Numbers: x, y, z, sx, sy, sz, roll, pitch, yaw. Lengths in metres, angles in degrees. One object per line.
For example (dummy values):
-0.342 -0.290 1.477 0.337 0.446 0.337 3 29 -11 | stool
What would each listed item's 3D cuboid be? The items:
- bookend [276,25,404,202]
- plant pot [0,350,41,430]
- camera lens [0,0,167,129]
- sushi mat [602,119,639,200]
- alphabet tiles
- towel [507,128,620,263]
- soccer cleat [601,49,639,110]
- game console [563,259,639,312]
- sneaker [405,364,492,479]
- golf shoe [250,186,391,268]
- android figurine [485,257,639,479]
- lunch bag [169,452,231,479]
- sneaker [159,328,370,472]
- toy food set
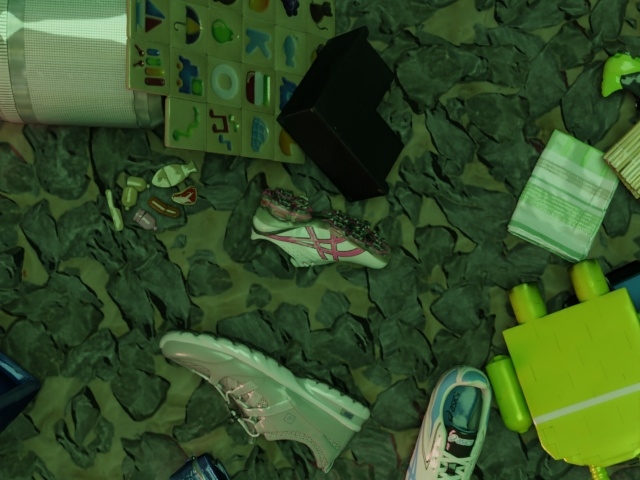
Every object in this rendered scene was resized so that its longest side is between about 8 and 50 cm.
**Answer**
0.047 -0.162 1.395 0.156 0.072 0.157 46 56 -27 | bookend
-0.507 0.200 1.290 0.236 0.236 0.212 35 89 2 | plant pot
-0.303 -0.249 1.325 0.274 0.219 0.219 2 87 -1 | camera lens
0.524 -0.164 1.390 0.151 0.019 0.316 44 98 -1 | sushi mat
-0.097 -0.243 1.315 0.011 0.342 0.285 -3 86 42 | alphabet tiles
0.327 -0.058 1.434 0.113 0.023 0.152 26 87 -1 | towel
0.458 -0.199 1.433 0.179 0.060 0.072 14 103 1 | soccer cleat
0.395 0.103 1.405 0.107 0.071 0.122 -34 88 -3 | game console
0.162 0.275 1.383 0.085 0.086 0.237 12 88 -3 | sneaker
0.000 0.000 1.408 0.186 0.067 0.086 23 113 -1 | golf shoe
0.338 0.168 1.365 0.248 0.056 0.273 -24 74 15 | android figurine
-0.144 0.316 1.379 0.065 0.067 0.098 -30 87 -3 | lunch bag
-0.082 0.199 1.368 0.281 0.105 0.115 26 87 -1 | sneaker
-0.215 -0.053 1.420 0.122 0.019 0.078 -15 88 -10 | toy food set
